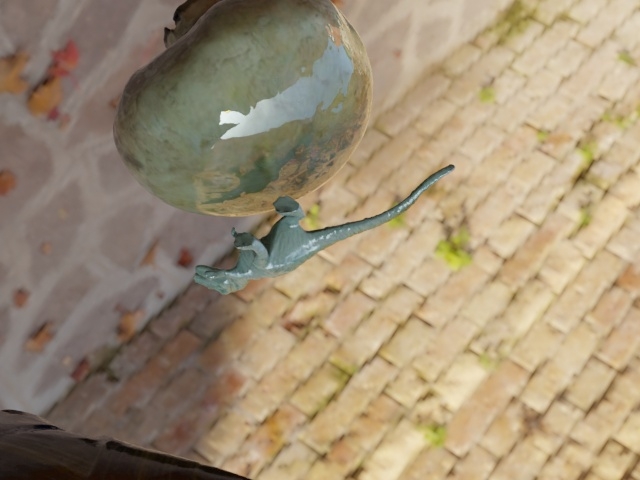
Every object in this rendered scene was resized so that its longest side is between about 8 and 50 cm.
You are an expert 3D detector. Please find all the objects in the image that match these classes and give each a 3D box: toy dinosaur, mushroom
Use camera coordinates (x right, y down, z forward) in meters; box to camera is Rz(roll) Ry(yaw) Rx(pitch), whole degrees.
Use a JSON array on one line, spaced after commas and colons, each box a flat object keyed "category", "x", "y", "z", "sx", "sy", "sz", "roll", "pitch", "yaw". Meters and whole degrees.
[{"category": "toy dinosaur", "x": -0.026, "y": -0.012, "z": 1.689, "sx": 0.129, "sy": 0.383, "sz": 0.076, "roll": 19, "pitch": 57, "yaw": -52}, {"category": "mushroom", "x": -0.099, "y": -0.176, "z": 1.756, "sx": 0.352, "sy": 0.260, "sz": 0.352, "roll": -27, "pitch": 161, "yaw": -10}]

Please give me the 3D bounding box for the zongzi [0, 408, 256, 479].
[{"category": "zongzi", "x": -0.265, "y": 0.297, "z": 1.219, "sx": 0.403, "sy": 0.432, "sz": 0.207, "roll": -34, "pitch": 119, "yaw": -57}]
